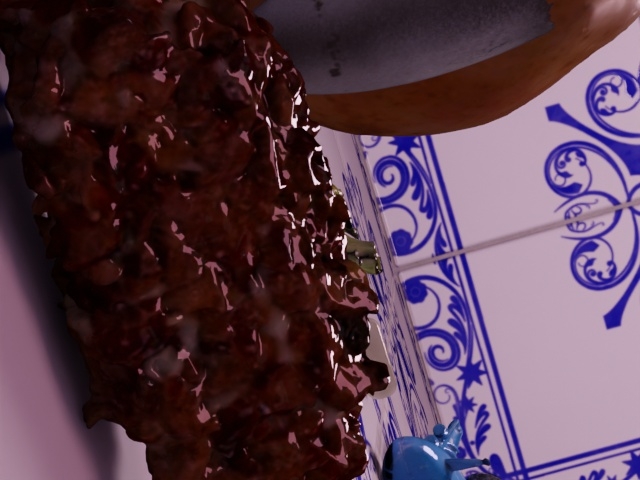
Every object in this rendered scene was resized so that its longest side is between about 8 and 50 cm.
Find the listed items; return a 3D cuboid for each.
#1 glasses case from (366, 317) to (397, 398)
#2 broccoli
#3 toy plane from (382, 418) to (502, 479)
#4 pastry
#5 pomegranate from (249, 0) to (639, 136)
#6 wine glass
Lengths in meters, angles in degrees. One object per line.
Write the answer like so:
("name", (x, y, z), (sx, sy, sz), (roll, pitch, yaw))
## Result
("glasses case", (0.051, 0.115, 1.686), (0.021, 0.032, 0.083), (-99, 172, -75))
("broccoli", (0.000, 0.000, 1.187), (0.097, 0.092, 0.095), (98, 1, -64))
("toy plane", (0.123, 0.262, 1.668), (0.271, 0.105, 0.254), (74, 18, -52))
("pastry", (-0.045, 0.001, 0.612), (0.097, 0.115, 0.208), (-129, -162, -71))
("pomegranate", (0.039, -0.220, 0.820), (0.342, 0.343, 0.342), (-16, 90, -85))
("wine glass", (-0.010, -0.077, 0.673), (0.066, 0.198, 0.066), (-16, 90, -85))
